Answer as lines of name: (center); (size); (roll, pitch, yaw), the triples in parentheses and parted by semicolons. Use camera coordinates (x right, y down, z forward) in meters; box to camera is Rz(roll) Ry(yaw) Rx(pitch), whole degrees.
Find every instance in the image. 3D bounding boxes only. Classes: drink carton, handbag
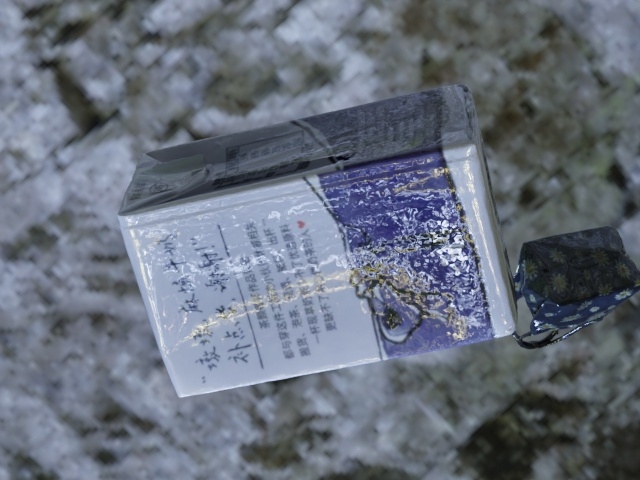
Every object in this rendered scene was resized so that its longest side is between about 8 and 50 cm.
drink carton: (0.000, 0.001, 0.989); (0.222, 0.134, 0.102); (-12, -153, 8)
handbag: (0.228, 0.061, 1.503); (0.072, 0.115, 0.139); (60, -32, 32)
